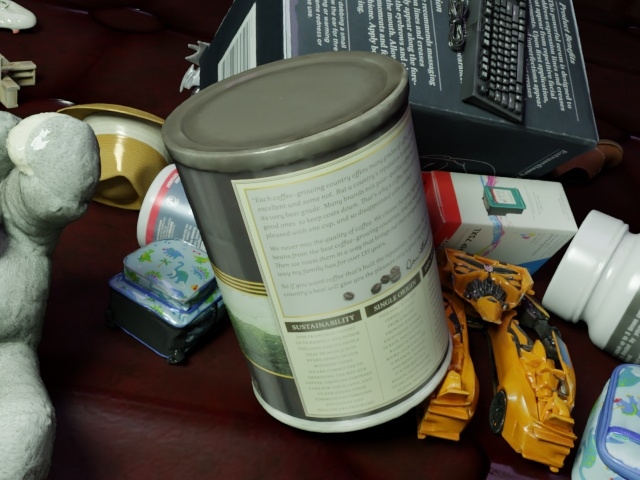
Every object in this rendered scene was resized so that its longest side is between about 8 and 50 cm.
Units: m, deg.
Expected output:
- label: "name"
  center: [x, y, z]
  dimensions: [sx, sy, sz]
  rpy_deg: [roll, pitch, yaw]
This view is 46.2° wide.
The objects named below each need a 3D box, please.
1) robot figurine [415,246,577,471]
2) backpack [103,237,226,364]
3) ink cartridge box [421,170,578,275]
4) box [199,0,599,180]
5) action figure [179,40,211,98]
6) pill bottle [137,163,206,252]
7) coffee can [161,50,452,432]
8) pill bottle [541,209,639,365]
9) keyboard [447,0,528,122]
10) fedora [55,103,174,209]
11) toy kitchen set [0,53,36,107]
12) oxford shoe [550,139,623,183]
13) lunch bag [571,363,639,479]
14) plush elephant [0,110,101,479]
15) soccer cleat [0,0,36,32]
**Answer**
- label: "robot figurine"
  center: [0.178, 0.106, 0.809]
  dimensions: [0.210, 0.085, 0.291]
  rpy_deg: [14, 32, -3]
- label: "backpack"
  center: [-0.146, 0.050, 0.762]
  dimensions: [0.105, 0.084, 0.114]
  rpy_deg: [28, 31, 15]
- label: "ink cartridge box"
  center: [0.180, -0.015, 0.939]
  dimensions: [0.230, 0.134, 0.078]
  rpy_deg: [3, 58, -17]
- label: "box"
  center: [0.080, -0.179, 0.926]
  dimensions: [0.395, 0.293, 0.212]
  rpy_deg: [7, 69, -25]
- label: "action figure"
  center: [-0.114, -0.197, 1.124]
  dimensions: [0.185, 0.099, 0.285]
  rpy_deg: [7, 39, -40]
- label: "pill bottle"
  center: [-0.103, -0.009, 0.849]
  dimensions: [0.180, 0.108, 0.108]
  rpy_deg: [20, 32, 7]
- label: "coffee can"
  center: [0.000, 0.000, 0.664]
  dimensions: [0.201, 0.276, 0.202]
  rpy_deg: [-11, 30, 6]
- label: "pill bottle"
  center: [0.418, 0.085, 0.871]
  dimensions: [0.283, 0.161, 0.161]
  rpy_deg: [29, 34, 21]
- label: "keyboard"
  center: [0.182, -0.220, 0.807]
  dimensions: [0.108, 0.023, 0.180]
  rpy_deg: [18, 63, -19]
- label: "fedora"
  center: [-0.237, -0.088, 0.894]
  dimensions: [0.194, 0.194, 0.079]
  rpy_deg: [11, 69, -7]
- label: "toy kitchen set"
  center: [-0.447, -0.248, 1.109]
  dimensions: [0.075, 0.068, 0.083]
  rpy_deg: [-17, 44, -41]
- label: "oxford shoe"
  center: [0.473, -0.136, 1.345]
  dimensions: [0.212, 0.076, 0.076]
  rpy_deg: [-5, 67, -33]
- label: "lunch bag"
  center: [0.360, 0.223, 0.706]
  dimensions: [0.218, 0.090, 0.176]
  rpy_deg: [26, 36, 19]
- label: "plush elephant"
  center: [-0.345, 0.016, 0.574]
  dimensions: [0.255, 0.272, 0.330]
  rpy_deg: [11, 1, -32]
- label: "soccer cleat"
  center: [-0.591, -0.418, 1.306]
  dimensions: [0.196, 0.076, 0.068]
  rpy_deg: [17, 32, 3]
